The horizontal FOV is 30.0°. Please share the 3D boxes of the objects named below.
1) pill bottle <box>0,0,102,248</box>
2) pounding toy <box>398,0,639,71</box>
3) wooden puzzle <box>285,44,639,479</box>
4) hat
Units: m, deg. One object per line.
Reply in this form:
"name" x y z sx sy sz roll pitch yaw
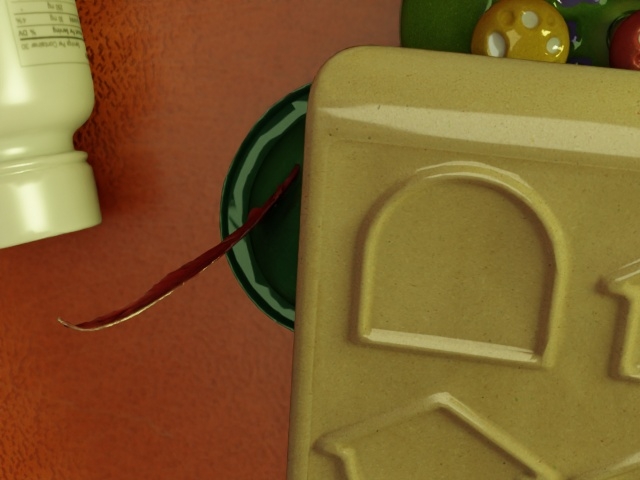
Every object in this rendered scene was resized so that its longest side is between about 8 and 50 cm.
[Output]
"pill bottle" -0.231 -0.133 0.738 0.160 0.160 0.283 -11 94 10
"pounding toy" 0.130 -0.137 0.674 0.183 0.110 0.237 -31 111 6
"wooden puzzle" 0.146 0.073 0.683 0.322 0.080 0.348 7 108 8
"hat" 0.000 0.000 0.706 0.173 0.183 0.208 36 100 3
